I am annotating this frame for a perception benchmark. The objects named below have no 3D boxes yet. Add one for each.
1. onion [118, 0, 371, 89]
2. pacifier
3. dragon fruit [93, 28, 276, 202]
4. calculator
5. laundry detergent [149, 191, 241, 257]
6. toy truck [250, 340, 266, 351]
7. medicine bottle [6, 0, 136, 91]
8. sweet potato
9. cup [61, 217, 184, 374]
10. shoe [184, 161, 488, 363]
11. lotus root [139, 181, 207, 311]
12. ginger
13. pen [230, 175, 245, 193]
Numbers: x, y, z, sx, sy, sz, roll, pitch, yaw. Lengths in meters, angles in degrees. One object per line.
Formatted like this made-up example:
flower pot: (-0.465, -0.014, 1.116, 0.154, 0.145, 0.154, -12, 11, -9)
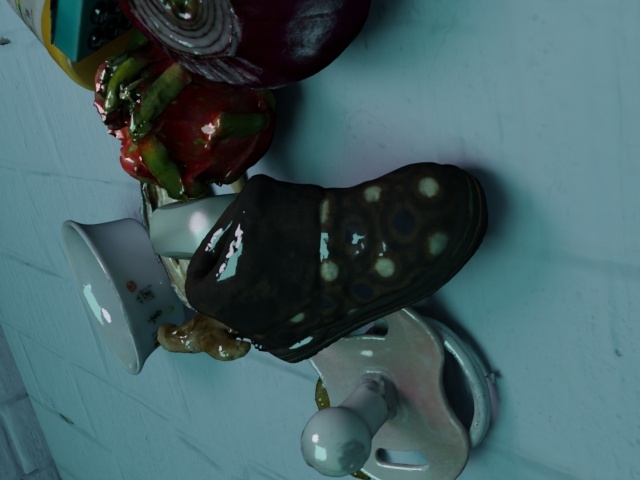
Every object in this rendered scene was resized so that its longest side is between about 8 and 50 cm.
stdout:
onion: (-0.062, -0.313, 0.864, 0.260, 0.282, 0.337, 39, 132, -1)
pacifier: (0.080, 0.230, 1.086, 0.220, 0.273, 0.332, 21, 129, 69)
dragon fruit: (-0.192, -0.184, 1.087, 0.231, 0.302, 0.237, 48, 111, 9)
calculator: (-0.225, -0.362, 0.962, 0.058, 0.274, 0.248, 41, 147, 2)
laundry detergent: (-0.127, -0.023, 1.181, 0.280, 0.215, 0.105, -5, 88, 55)
toy truck: (-0.082, 0.119, 1.285, 0.286, 0.136, 0.111, 20, 98, 38)
medicine bottle: (-0.355, -0.391, 1.198, 0.232, 0.238, 0.238, 45, 141, 23)
sweet potato: (0.040, 0.303, 1.311, 0.081, 0.062, 0.233, -17, 95, 38)
cup: (-0.393, 0.091, 1.600, 0.347, 0.163, 0.347, 40, 144, 38)
shoe: (0.000, 0.000, 0.944, 0.237, 0.171, 0.384, 32, 130, -32)
lotus root: (-0.250, -0.028, 1.448, 0.167, 0.078, 0.329, -3, 110, 31)
ginger: (-0.103, 0.094, 1.176, 0.080, 0.333, 0.166, 62, 175, -32)
pen: (-0.169, -0.186, 1.268, 0.032, 0.040, 0.233, -4, 109, 38)
